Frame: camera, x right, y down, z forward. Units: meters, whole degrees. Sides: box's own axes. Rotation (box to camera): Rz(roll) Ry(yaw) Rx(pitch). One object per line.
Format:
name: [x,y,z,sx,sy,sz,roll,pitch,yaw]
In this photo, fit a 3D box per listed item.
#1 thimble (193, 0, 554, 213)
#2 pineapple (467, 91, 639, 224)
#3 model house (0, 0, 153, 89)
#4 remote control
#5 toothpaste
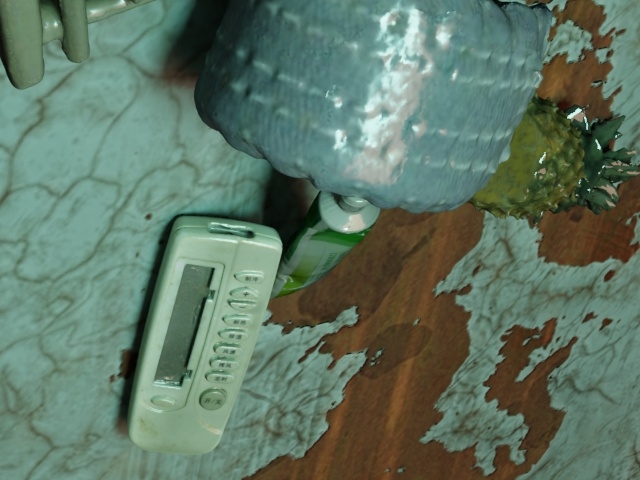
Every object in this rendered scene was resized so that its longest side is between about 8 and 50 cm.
thimble: [0.041,-0.125,1.333,0.236,0.205,0.172,17,107,-30]
pineapple: [0.198,-0.066,1.643,0.125,0.125,0.251,-56,152,17]
model house: [-0.141,-0.227,1.136,0.188,0.122,0.229,-27,138,-24]
remote control: [-0.099,0.077,1.533,0.090,0.049,0.230,9,125,-14]
toothpaste: [0.000,0.000,1.491,0.078,0.047,0.248,-27,170,-20]
